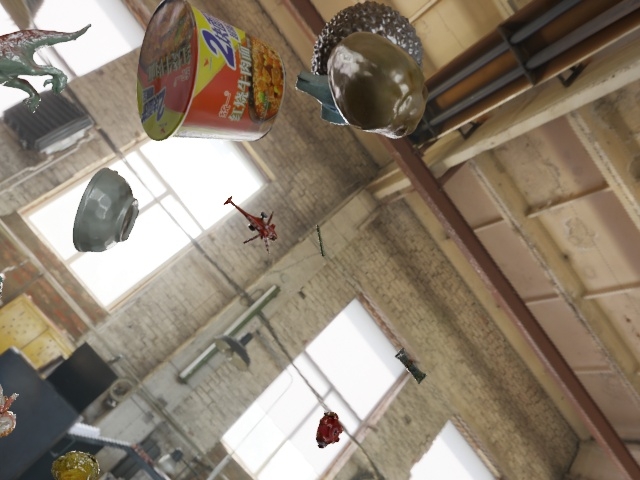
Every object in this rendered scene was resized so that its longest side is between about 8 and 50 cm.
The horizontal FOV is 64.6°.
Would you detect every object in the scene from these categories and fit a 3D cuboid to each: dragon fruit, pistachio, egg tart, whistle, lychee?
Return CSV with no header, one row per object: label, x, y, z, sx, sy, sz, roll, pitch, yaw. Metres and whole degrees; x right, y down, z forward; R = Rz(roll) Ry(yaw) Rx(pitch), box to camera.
dragon fruit,0.031,0.583,1.547,0.067,0.112,0.127,13,-64,22
pistachio,0.079,-0.229,0.746,0.130,0.131,0.206,72,-6,-45
egg tart,-0.682,0.640,1.400,0.052,0.130,0.130,-109,173,-64
whistle,0.074,-0.299,1.089,0.268,0.180,0.093,18,-49,-5
lychee,0.122,-0.471,1.338,0.300,0.300,0.300,34,-31,24

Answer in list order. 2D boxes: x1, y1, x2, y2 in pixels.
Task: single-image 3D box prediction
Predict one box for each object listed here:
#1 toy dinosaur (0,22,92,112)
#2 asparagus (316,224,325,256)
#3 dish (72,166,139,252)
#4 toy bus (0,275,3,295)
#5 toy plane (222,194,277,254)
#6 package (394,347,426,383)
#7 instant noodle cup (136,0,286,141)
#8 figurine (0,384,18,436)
toy dinosaur,-0.441,-0.257,0.712,0.053,0.242,0.167,42,-6,36
asparagus,0.000,0.000,1.765,0.015,0.014,0.115,-7,-87,57
dish,-0.642,-0.079,1.558,0.120,0.303,0.303,18,-29,-6
toy bus,-0.665,0.135,0.837,0.109,0.261,0.091,51,-8,43
toy plane,-0.207,-0.055,1.492,0.194,0.126,0.077,21,17,-18
package,0.248,0.344,1.389,0.015,0.037,0.110,32,12,-48
instant noodle cup,-0.168,-0.250,0.795,0.213,0.174,0.214,0,-90,49
figurine,-0.537,0.275,0.841,0.047,0.064,0.109,36,-48,55
